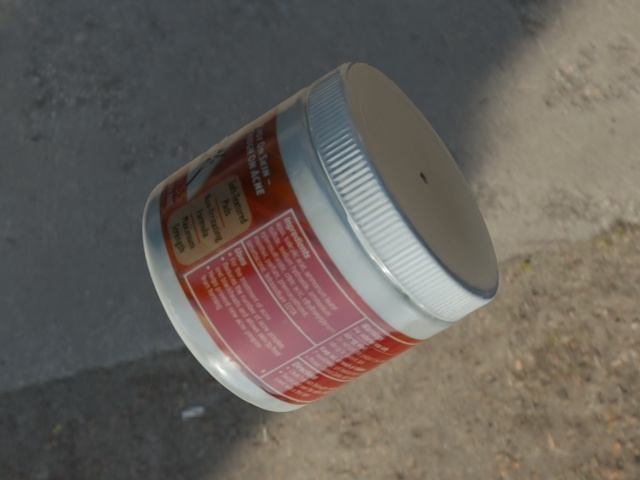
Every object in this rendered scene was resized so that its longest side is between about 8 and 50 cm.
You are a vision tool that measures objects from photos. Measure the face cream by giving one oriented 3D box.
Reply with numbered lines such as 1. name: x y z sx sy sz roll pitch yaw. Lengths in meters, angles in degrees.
1. face cream: 0.000 0.000 0.958 0.187 0.201 0.201 -31 117 21
